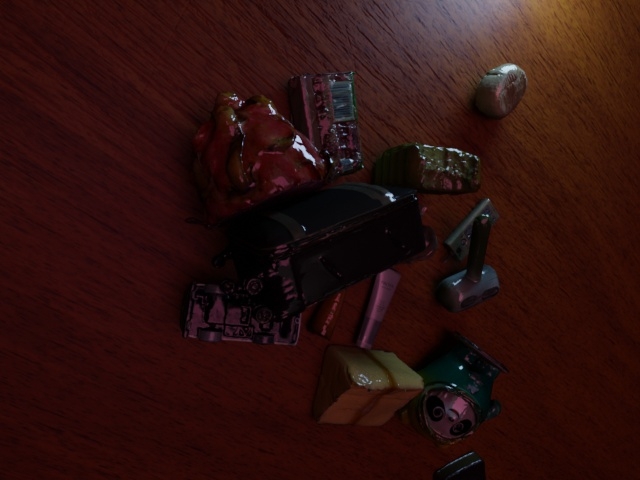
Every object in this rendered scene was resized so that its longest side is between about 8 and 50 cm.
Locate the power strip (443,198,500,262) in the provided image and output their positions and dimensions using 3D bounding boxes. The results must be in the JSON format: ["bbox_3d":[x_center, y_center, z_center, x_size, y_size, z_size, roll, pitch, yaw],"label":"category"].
[{"bbox_3d":[0.488,-0.022,1.424,0.268,0.034,0.092,-45,113,-12],"label":"power strip"}]

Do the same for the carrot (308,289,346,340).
[{"bbox_3d":[0.032,0.177,1.232,0.072,0.072,0.204,26,80,-26],"label":"carrot"}]

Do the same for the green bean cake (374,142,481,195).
[{"bbox_3d":[0.293,-0.193,1.203,0.236,0.233,0.123,2,91,-26],"label":"green bean cake"}]

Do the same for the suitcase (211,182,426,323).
[{"bbox_3d":[0.000,0.000,0.940,0.434,0.283,0.194,-21,108,-24],"label":"suitcase"}]

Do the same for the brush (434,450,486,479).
[{"bbox_3d":[0.503,0.854,1.552,0.197,0.059,0.123,-16,103,-22],"label":"brush"}]

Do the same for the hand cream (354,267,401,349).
[{"bbox_3d":[0.168,0.201,1.302,0.080,0.048,0.255,22,88,-25],"label":"hand cream"}]

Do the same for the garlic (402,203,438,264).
[{"bbox_3d":[0.293,-0.024,1.296,0.131,0.127,0.194,41,61,-21],"label":"garlic"}]

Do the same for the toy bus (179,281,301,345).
[{"bbox_3d":[-0.200,0.182,1.066,0.276,0.165,0.133,12,78,-26],"label":"toy bus"}]

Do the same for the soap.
[{"bbox_3d":[0.020,-0.299,1.130,0.218,0.098,0.273,-14,104,-22],"label":"soap"}]

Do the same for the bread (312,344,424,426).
[{"bbox_3d":[0.136,0.463,1.258,0.264,0.198,0.235,13,100,-24],"label":"bread"}]

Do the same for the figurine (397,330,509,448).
[{"bbox_3d":[0.413,0.482,1.377,0.324,0.231,0.340,38,89,0],"label":"figurine"}]

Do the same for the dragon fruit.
[{"bbox_3d":[-0.162,-0.195,0.958,0.315,0.296,0.262,-21,92,-31],"label":"dragon fruit"}]

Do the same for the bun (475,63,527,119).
[{"bbox_3d":[0.558,-0.466,1.355,0.188,0.111,0.164,-45,130,-16],"label":"bun"}]

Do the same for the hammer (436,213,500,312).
[{"bbox_3d":[0.471,0.063,1.342,0.207,0.119,0.335,-18,125,-23],"label":"hammer"}]
